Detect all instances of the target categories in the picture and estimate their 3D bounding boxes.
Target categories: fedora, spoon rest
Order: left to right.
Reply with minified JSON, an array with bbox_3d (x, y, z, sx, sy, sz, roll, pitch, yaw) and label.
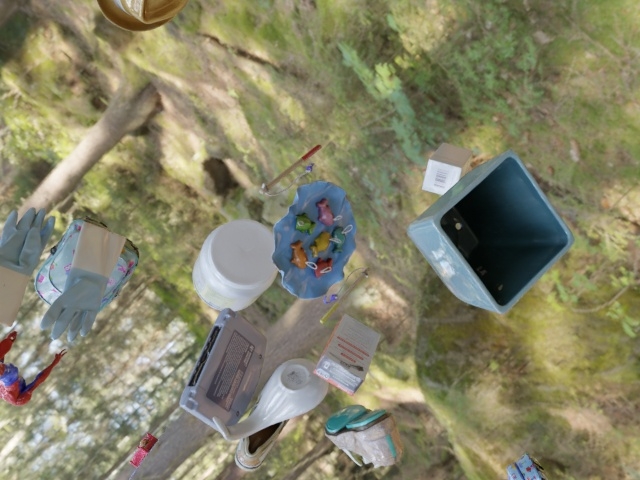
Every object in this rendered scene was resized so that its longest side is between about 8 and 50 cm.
[{"bbox_3d":[-0.273,-0.422,0.992,0.079,0.194,0.194,49,-174,30],"label":"fedora"},{"bbox_3d":[-0.108,0.364,1.370,0.137,0.277,0.084,44,151,36],"label":"spoon rest"}]

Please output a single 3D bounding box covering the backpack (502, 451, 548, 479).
[{"bbox_3d":[0.487,0.596,1.410,0.158,0.117,0.173,-99,-13,-66],"label":"backpack"}]

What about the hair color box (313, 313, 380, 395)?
[{"bbox_3d":[0.057,0.228,1.225,0.093,0.053,0.167,32,-153,3],"label":"hair color box"}]

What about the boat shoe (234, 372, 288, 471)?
[{"bbox_3d":[-0.133,0.475,1.645,0.113,0.302,0.103,23,143,0],"label":"boat shoe"}]

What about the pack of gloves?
[{"bbox_3d":[-0.466,0.059,1.032,0.195,0.046,0.232,23,-129,-19],"label":"pack of gloves"}]

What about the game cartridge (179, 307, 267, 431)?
[{"bbox_3d":[-0.249,0.357,1.633,0.060,0.294,0.196,-12,134,40],"label":"game cartridge"}]

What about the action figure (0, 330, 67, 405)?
[{"bbox_3d":[-0.531,0.200,1.053,0.092,0.139,0.280,25,144,0],"label":"action figure"}]

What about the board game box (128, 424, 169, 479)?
[{"bbox_3d":[-0.412,0.487,1.395,0.033,0.168,0.133,36,-132,0],"label":"board game box"}]

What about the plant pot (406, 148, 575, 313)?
[{"bbox_3d":[0.335,-0.011,1.326,0.247,0.247,0.252,52,163,-9],"label":"plant pot"}]

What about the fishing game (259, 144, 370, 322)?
[{"bbox_3d":[0.000,0.000,0.921,0.041,0.189,0.264,11,131,42],"label":"fishing game"}]

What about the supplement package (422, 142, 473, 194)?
[{"bbox_3d":[0.398,-0.221,1.875,0.105,0.105,0.179,18,-148,17],"label":"supplement package"}]

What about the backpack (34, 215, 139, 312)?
[{"bbox_3d":[-0.484,0.066,1.240,0.166,0.188,0.144,35,-176,-16],"label":"backpack"}]

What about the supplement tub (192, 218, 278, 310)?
[{"bbox_3d":[-0.257,0.078,1.836,0.235,0.235,0.325,45,156,-1],"label":"supplement tub"}]

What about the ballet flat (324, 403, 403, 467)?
[{"bbox_3d":[0.082,0.388,1.175,0.106,0.108,0.316,62,167,7],"label":"ballet flat"}]
